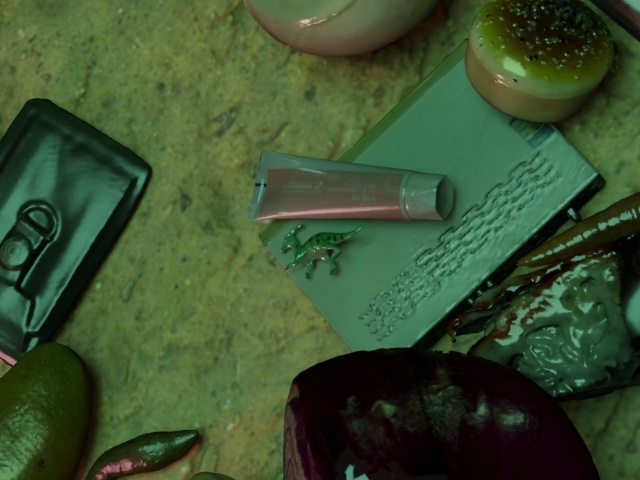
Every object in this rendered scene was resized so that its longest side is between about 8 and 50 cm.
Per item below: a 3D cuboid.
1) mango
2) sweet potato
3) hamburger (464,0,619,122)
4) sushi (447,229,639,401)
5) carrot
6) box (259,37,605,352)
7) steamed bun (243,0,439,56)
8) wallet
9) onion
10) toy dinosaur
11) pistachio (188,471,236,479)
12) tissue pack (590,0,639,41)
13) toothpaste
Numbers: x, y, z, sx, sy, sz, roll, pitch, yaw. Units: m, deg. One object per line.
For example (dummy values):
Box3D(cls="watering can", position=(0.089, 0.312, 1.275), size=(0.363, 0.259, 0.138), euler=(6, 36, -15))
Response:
Box3D(cls="mango", position=(-0.294, 0.202, 1.598), size=(0.136, 0.099, 0.227), euler=(32, 83, 20))
Box3D(cls="sweet potato", position=(-0.180, 0.209, 1.581), size=(0.153, 0.038, 0.041), euler=(-31, 46, 15))
Box3D(cls="hamburger", position=(0.194, -0.168, 1.470), size=(0.126, 0.141, 0.081), euler=(56, 143, 29))
Box3D(cls="sushi", position=(0.274, 0.057, 1.386), size=(0.332, 0.124, 0.130), euler=(-22, 81, 17))
Box3D(cls="carrot", position=(0.268, -0.020, 1.436), size=(0.216, 0.048, 0.048), euler=(-22, 71, 9))
Box3D(cls="box", position=(0.100, -0.023, 1.516), size=(0.270, 0.045, 0.211), euler=(-45, 66, 7))
Box3D(cls="steamed bun", position=(0.036, -0.276, 1.541), size=(0.232, 0.145, 0.232), euler=(-11, 73, 41))
Box3D(cls="wallet", position=(-0.290, -0.009, 1.671), size=(0.168, 0.052, 0.245), euler=(31, 88, 21))
Box3D(cls="onion", position=(0.098, 0.248, 1.340), size=(0.260, 0.282, 0.336), euler=(-4, 95, -9))
Box3D(cls="toy dinosaur", position=(0.000, 0.000, 1.516), size=(0.083, 0.021, 0.062), euler=(-47, 52, 7))
Box3D(cls="pistachio", position=(-0.104, 0.359, 1.442), size=(0.193, 0.214, 0.318), euler=(-33, 50, 59))
Box3D(cls="tissue pack", position=(0.237, -0.273, 1.464), size=(0.246, 0.148, 0.092), euler=(44, 95, 22))
Box3D(cls="toothpaste", position=(0.023, -0.043, 1.508), size=(0.194, 0.043, 0.067), euler=(6, 80, 29))
